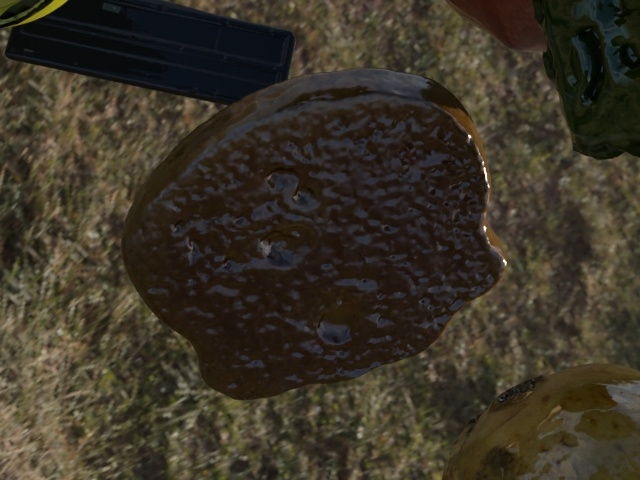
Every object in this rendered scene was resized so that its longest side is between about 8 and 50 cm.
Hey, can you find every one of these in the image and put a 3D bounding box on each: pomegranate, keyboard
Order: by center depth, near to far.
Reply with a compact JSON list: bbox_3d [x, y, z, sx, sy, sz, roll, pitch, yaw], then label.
[{"bbox_3d":[0.237,0.231,0.988,0.260,0.260,0.260,17,59,-30],"label":"pomegranate"},{"bbox_3d":[-0.217,-0.205,1.088,0.381,0.041,0.103,14,71,-9],"label":"keyboard"}]

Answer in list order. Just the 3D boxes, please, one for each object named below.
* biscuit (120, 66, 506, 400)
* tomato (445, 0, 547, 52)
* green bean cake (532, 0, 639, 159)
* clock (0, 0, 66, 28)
[{"bbox_3d":[0.000,-0.001,0.820,0.049,0.273,0.257,-99,164,-54],"label":"biscuit"},{"bbox_3d":[0.249,-0.331,1.083,0.322,0.321,0.321,17,59,-30],"label":"tomato"},{"bbox_3d":[0.280,-0.189,0.772,0.156,0.247,0.249,-37,120,-52],"label":"green bean cake"},{"bbox_3d":[-0.301,-0.330,0.979,0.277,0.293,0.071,55,21,-3],"label":"clock"}]
